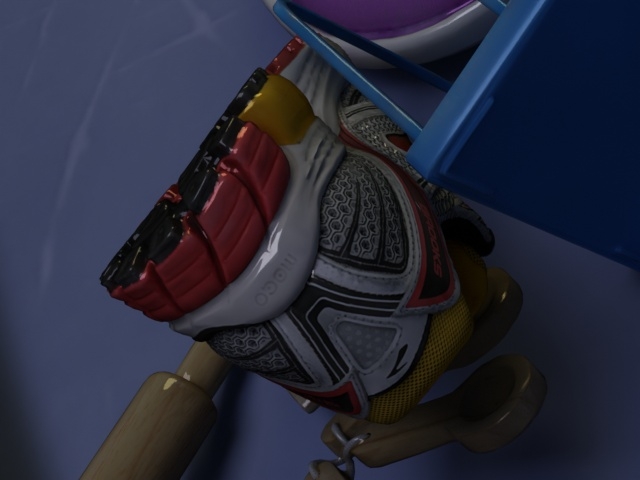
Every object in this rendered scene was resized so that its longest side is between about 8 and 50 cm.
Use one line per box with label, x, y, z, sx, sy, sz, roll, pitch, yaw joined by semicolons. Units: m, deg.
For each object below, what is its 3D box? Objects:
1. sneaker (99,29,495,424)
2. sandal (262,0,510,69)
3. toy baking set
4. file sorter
sneaker;0.000;0.000;0.477;0.088;0.093;0.225;-52;5;14
sandal;0.004;-0.248;0.642;0.169;0.102;0.416;-26;53;30
toy baking set;-0.032;0.089;0.476;0.197;0.030;0.256;-9;41;57
file sorter;0.085;-0.097;0.458;0.170;0.118;0.104;-56;47;13
